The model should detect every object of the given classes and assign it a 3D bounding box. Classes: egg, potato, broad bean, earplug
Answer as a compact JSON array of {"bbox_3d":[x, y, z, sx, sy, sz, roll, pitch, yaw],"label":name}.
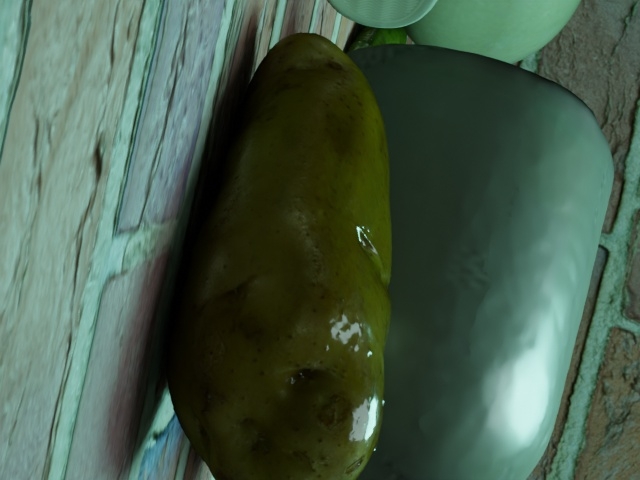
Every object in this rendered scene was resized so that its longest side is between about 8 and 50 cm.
[{"bbox_3d":[0.224,-0.390,2.309,0.336,0.278,0.278,111,-4,-56],"label":"egg"},{"bbox_3d":[-0.023,0.017,1.254,0.195,0.176,0.369,41,42,-40],"label":"potato"},{"bbox_3d":[0.061,-0.229,2.225,0.318,0.056,0.098,-59,168,-61],"label":"broad bean"},{"bbox_3d":[0.080,0.066,1.575,0.312,0.313,0.394,95,9,-60],"label":"earplug"}]

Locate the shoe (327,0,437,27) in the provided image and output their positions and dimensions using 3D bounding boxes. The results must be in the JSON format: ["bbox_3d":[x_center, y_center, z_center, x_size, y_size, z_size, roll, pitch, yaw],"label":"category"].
[{"bbox_3d":[0.056,-0.347,1.349,0.160,0.132,0.363,-80,176,-50],"label":"shoe"}]
